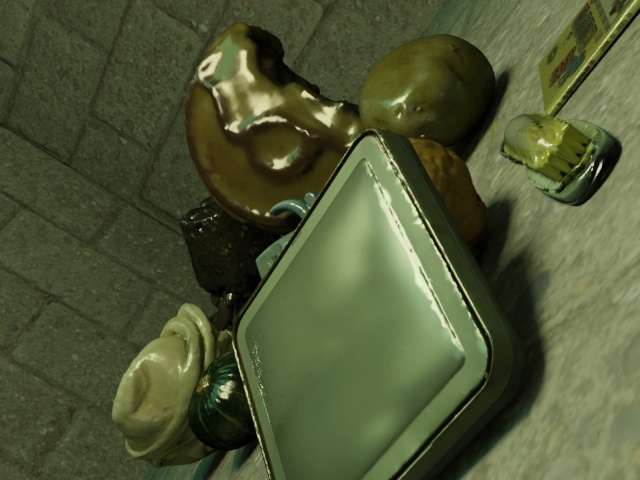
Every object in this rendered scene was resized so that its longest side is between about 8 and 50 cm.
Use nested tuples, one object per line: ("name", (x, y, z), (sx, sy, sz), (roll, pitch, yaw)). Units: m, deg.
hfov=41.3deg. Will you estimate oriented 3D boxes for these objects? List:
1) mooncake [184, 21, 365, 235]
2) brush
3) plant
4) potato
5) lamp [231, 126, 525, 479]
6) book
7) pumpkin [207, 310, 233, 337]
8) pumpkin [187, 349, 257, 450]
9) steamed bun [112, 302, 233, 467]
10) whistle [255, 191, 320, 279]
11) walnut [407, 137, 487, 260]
("mooncake", (-0.046, -0.207, 1.565), (0.246, 0.394, 0.393), (-8, -85, -68))
("brush", (0.185, -0.090, 0.762), (0.068, 0.060, 0.297), (-59, 6, 10))
("plant", (-0.166, 0.064, 1.783), (0.194, 0.320, 0.182), (-38, 23, -33))
("potato", (0.145, -0.197, 1.165), (0.178, 0.160, 0.235), (-46, 8, 27))
("lamp", (0.024, 0.084, 0.673), (0.269, 0.047, 0.266), (-56, 36, 31))
("book", (0.288, -0.229, 0.864), (0.192, 0.013, 0.168), (-56, 7, 30))
("pumpkin", (-0.219, 0.253, 1.960), (0.212, 0.152, 0.211), (-39, 14, 12))
("pumpkin", (-0.139, 0.255, 1.363), (0.167, 0.125, 0.167), (-59, 7, 11))
("steamed bun", (-0.238, 0.294, 1.590), (0.268, 0.207, 0.280), (-57, -15, -37))
("whistle", (0.000, 0.000, 1.421), (0.269, 0.180, 0.093), (-28, -12, 25))
("walnut", (0.084, -0.022, 0.823), (0.155, 0.155, 0.184), (-55, 4, 25))
